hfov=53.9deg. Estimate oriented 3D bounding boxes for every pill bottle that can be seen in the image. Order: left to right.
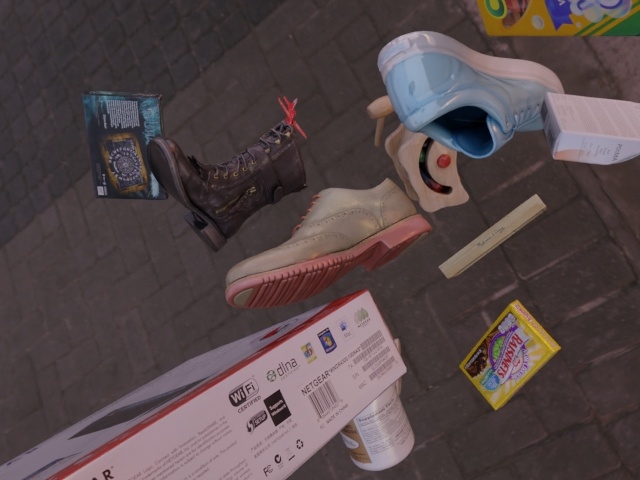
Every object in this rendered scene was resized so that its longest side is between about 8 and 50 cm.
[{"bbox_3d":[0.081,0.303,1.184,0.131,0.131,0.229,-12,110,29],"label":"pill bottle"}]

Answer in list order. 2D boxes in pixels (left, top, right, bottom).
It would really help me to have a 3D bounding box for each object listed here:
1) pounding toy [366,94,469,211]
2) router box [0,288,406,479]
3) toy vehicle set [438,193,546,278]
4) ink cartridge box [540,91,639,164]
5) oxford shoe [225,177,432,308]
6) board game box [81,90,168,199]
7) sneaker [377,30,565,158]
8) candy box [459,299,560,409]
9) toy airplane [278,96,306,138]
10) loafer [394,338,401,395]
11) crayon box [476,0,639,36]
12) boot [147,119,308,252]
[{"bbox_3d":[0.208,-0.201,1.283,0.154,0.269,0.155,-32,32,-2],"label":"pounding toy"},{"bbox_3d":[-0.139,0.173,0.513,0.301,0.336,0.082,-27,89,41],"label":"router box"},{"bbox_3d":[0.403,-0.007,1.461,0.267,0.166,0.035,-39,78,15],"label":"toy vehicle set"},{"bbox_3d":[0.390,-0.143,0.829,0.180,0.145,0.045,11,124,5],"label":"ink cartridge box"},{"bbox_3d":[0.000,0.000,1.054,0.146,0.397,0.140,60,144,15],"label":"oxford shoe"},{"bbox_3d":[-0.326,-0.157,1.066,0.126,0.026,0.186,2,119,-3],"label":"board game box"},{"bbox_3d":[0.235,-0.177,0.909,0.135,0.366,0.150,-31,63,51],"label":"sneaker"},{"bbox_3d":[0.323,0.204,1.095,0.105,0.027,0.205,50,142,25],"label":"candy box"},{"bbox_3d":[-0.086,-0.362,1.800,0.028,0.151,0.151,-20,74,23],"label":"toy airplane"},{"bbox_3d":[0.153,0.273,1.359,0.039,0.045,0.125,-5,60,16],"label":"loafer"},{"bbox_3d":[0.247,-0.321,0.653,0.083,0.203,0.323,-38,31,-14],"label":"crayon box"},{"bbox_3d":[-0.136,-0.122,1.017,0.229,0.262,0.091,-41,53,-14],"label":"boot"}]
